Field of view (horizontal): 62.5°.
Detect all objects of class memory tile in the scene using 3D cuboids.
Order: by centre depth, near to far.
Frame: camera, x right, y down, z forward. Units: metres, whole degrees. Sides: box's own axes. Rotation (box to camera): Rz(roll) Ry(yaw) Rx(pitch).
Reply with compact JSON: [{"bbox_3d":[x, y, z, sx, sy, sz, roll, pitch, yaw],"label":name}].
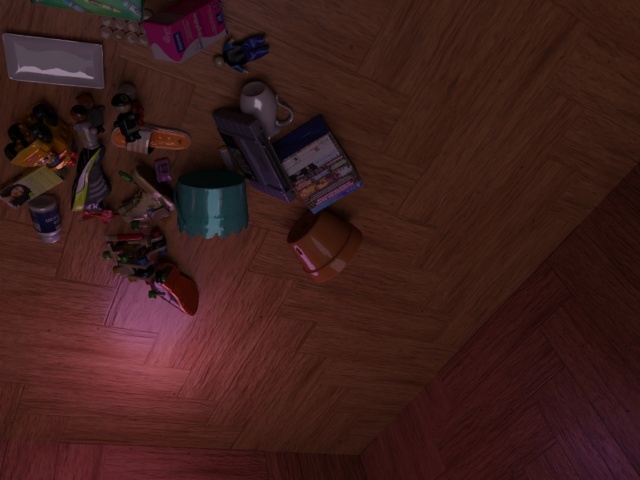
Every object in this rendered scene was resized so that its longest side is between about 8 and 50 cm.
[{"bbox_3d":[-0.586,-0.653,1.592,0.148,0.012,0.113,4,129,-21],"label":"memory tile"}]

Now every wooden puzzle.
[{"bbox_3d":[-0.605,-0.099,1.970,0.079,0.014,0.116,-23,158,-10],"label":"wooden puzzle"}]

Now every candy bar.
[{"bbox_3d":[-0.345,-0.288,1.984,0.040,0.018,0.161,-18,134,-1],"label":"candy bar"}]

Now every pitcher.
[{"bbox_3d":[-0.184,-0.455,1.829,0.178,0.125,0.207,-34,146,-14],"label":"pitcher"}]

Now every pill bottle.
[{"bbox_3d":[-0.999,-0.077,1.924,0.094,0.094,0.169,-3,132,-14],"label":"pill bottle"}]

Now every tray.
[{"bbox_3d":[-0.806,-0.548,1.607,0.271,0.030,0.145,1,131,-18],"label":"tray"}]

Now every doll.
[{"bbox_3d":[-0.255,-0.602,1.712,0.189,0.046,0.129,-19,132,0],"label":"doll"}]

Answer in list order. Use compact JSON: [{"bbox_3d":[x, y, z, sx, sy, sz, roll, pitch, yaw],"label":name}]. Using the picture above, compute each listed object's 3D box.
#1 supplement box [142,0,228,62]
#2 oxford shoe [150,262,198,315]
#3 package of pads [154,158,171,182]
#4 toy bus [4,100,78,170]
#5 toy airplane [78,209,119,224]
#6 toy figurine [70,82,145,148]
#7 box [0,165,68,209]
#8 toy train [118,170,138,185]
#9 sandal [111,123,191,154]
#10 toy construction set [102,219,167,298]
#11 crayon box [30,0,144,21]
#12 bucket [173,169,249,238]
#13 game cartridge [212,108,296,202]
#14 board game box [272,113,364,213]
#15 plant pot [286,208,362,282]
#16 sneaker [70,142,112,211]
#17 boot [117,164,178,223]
[{"bbox_3d":[-0.388,-0.617,1.532,0.220,0.114,0.111,-49,146,-34],"label":"supplement box"},{"bbox_3d":[-0.645,0.210,2.294,0.133,0.129,0.363,2,142,21],"label":"oxford shoe"},{"bbox_3d":[-0.569,-0.254,1.903,0.050,0.083,0.032,-14,154,-4],"label":"package of pads"},{"bbox_3d":[-0.869,-0.299,1.690,0.150,0.220,0.211,-30,138,14],"label":"toy bus"},{"bbox_3d":[-0.828,-0.091,1.978,0.151,0.028,0.151,-15,167,-4],"label":"toy airplane"},{"bbox_3d":[-0.670,-0.398,1.662,0.210,0.213,0.148,-10,123,-4],"label":"toy figurine"},{"bbox_3d":[-1.004,-0.202,1.837,0.232,0.058,0.087,-29,132,9],"label":"box"},{"bbox_3d":[-0.700,-0.227,1.928,0.083,0.023,0.017,27,118,-34],"label":"toy train"},{"bbox_3d":[-0.582,-0.346,1.822,0.266,0.076,0.101,1,130,-17],"label":"sandal"},{"bbox_3d":[-0.738,0.050,2.003,0.238,0.257,0.308,-3,149,2],"label":"toy construction set"},{"bbox_3d":[-0.628,-0.688,1.443,0.279,0.165,0.081,3,129,-19],"label":"crayon box"},{"bbox_3d":[-0.395,-0.141,1.923,0.282,0.281,0.182,-3,113,-14],"label":"bucket"},{"bbox_3d":[-0.235,-0.297,1.878,0.068,0.230,0.355,-50,137,-24],"label":"game cartridge"},{"bbox_3d":[-0.012,-0.284,2.002,0.232,0.141,0.291,-29,132,10],"label":"board game box"},{"bbox_3d":[0.000,0.000,2.185,0.291,0.290,0.203,-39,114,18],"label":"plant pot"},{"bbox_3d":[-0.797,-0.221,1.865,0.121,0.111,0.300,6,135,-34],"label":"sneaker"},{"bbox_3d":[-0.665,-0.156,1.937,0.204,0.095,0.262,-24,151,8],"label":"boot"}]
